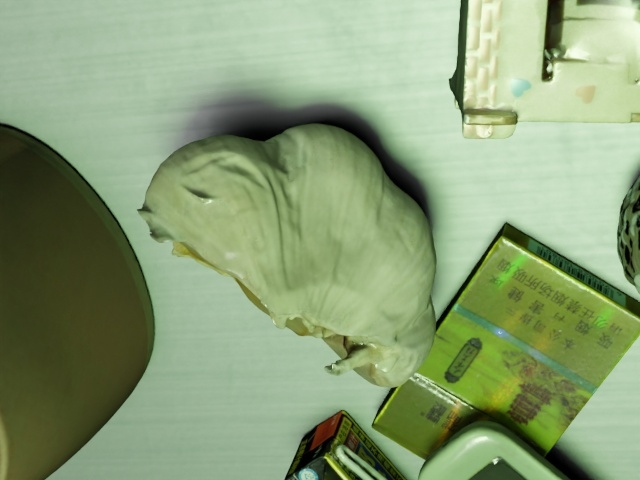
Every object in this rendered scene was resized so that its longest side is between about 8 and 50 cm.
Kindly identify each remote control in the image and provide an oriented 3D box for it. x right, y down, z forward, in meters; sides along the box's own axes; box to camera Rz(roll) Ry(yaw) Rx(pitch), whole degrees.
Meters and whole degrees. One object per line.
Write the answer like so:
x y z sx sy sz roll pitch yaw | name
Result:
0.205 0.242 1.050 0.309 0.038 0.090 40 116 -14 | remote control

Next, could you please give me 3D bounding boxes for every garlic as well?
0.000 0.000 0.951 0.229 0.178 0.143 40 87 -26 | garlic

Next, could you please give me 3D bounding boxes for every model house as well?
0.202 -0.215 0.806 0.244 0.169 0.326 3 116 5 | model house

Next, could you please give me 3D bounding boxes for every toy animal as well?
0.236 -0.011 0.916 0.098 0.098 0.137 -15 109 20 | toy animal

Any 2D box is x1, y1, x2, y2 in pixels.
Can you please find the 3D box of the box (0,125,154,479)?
-0.300 0.082 1.033 0.301 0.216 0.301 7 116 14 | box

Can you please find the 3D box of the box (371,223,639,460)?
0.135 0.095 1.027 0.121 0.030 0.193 31 117 0 | box

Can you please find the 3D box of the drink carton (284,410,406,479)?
0.048 0.216 1.080 0.056 0.071 0.165 -36 102 22 | drink carton
